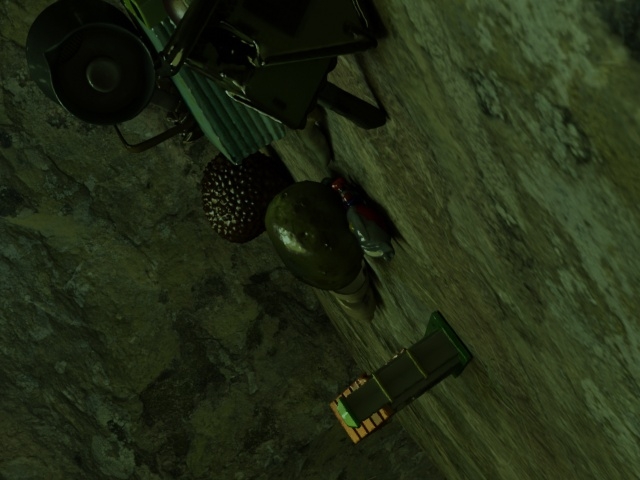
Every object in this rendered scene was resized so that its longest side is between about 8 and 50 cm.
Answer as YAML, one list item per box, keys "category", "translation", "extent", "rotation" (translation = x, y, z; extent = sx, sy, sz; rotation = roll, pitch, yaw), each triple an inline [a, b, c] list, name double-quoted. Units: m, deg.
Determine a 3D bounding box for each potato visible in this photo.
- category: "potato"
  translation: [0.000, 0.000, 1.429]
  extent: [0.210, 0.173, 0.307]
  rotation: [33, 168, 15]

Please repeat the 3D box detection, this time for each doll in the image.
- category: "doll"
  translation: [0.076, -0.035, 1.238]
  extent: [0.194, 0.062, 0.104]
  rotation: [60, 175, 37]

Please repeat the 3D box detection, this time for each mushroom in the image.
- category: "mushroom"
  translation: [-0.013, -0.184, 1.244]
  extent: [0.059, 0.054, 0.202]
  rotation: [60, 180, 24]

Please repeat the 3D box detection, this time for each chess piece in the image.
- category: "chess piece"
  translation: [0.079, 0.123, 1.778]
  extent: [0.139, 0.124, 0.307]
  rotation: [20, 161, 22]
- category: "chess piece"
  translation: [0.009, -0.109, 1.465]
  extent: [0.042, 0.042, 0.093]
  rotation: [56, 166, 4]

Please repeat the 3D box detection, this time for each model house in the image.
- category: "model house"
  translation: [-0.012, -0.207, 0.780]
  extent: [0.279, 0.204, 0.218]
  rotation: [28, -176, -18]

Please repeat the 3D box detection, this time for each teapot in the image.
- category: "teapot"
  translation: [-0.459, -0.363, 1.507]
  extent: [0.300, 0.253, 0.344]
  rotation: [21, -168, -30]

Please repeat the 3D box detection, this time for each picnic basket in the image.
- category: "picnic basket"
  translation: [-0.388, -0.382, 1.791]
  extent: [0.254, 0.321, 0.291]
  rotation: [58, 169, 18]

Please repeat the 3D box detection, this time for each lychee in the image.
- category: "lychee"
  translation: [-0.213, -0.132, 1.965]
  extent: [0.267, 0.267, 0.267]
  rotation: [55, 173, 10]

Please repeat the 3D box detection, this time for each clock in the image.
- category: "clock"
  translation: [0.140, 0.267, 1.344]
  extent: [0.106, 0.255, 0.220]
  rotation: [54, 172, 18]

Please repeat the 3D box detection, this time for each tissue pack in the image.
- category: "tissue pack"
  translation: [-0.251, -0.378, 1.505]
  extent: [0.388, 0.162, 0.287]
  rotation: [60, 173, -32]

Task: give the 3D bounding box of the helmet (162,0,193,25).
- category: "helmet"
  translation: [-0.180, -0.369, 1.115]
  extent: [0.175, 0.106, 0.155]
  rotation: [37, -152, -32]

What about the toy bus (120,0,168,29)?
- category: "toy bus"
  translation: [-0.254, -0.446, 1.196]
  extent: [0.101, 0.175, 0.088]
  rotation: [48, 171, 15]
